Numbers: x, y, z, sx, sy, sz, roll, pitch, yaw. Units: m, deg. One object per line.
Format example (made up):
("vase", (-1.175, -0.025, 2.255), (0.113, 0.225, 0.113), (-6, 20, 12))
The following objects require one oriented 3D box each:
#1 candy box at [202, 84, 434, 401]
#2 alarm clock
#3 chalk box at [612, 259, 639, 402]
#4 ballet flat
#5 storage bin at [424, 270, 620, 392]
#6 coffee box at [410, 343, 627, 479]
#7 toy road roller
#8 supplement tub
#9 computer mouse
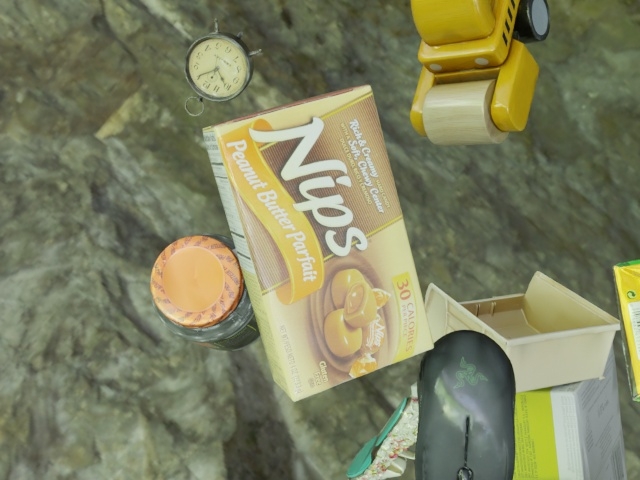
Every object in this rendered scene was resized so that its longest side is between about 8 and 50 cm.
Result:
("candy box", (0.000, 0.000, 0.889), (0.087, 0.183, 0.316), (-165, 59, -70))
("alarm clock", (-0.207, -0.325, 1.521), (0.129, 0.192, 0.064), (34, -161, -9))
("chalk box", (0.381, 0.092, 0.768), (0.213, 0.132, 0.132), (20, -117, -58))
("ballet flat", (0.121, 0.352, 1.302), (0.077, 0.241, 0.091), (31, -139, 0))
("storage bin", (0.367, 0.164, 1.465), (0.262, 0.123, 0.260), (-5, -156, -25))
("coffee box", (0.417, 0.410, 1.609), (0.337, 0.334, 0.338), (-18, -79, -56))
("toy road roller", (0.261, -0.356, 1.412), (0.202, 0.330, 0.240), (2, 160, 40))
("supplement tub", (-0.207, 0.104, 1.525), (0.207, 0.207, 0.338), (46, 174, 11))
("computer mouse", (0.180, 0.243, 0.919), (0.072, 0.188, 0.272), (17, -110, -82))
